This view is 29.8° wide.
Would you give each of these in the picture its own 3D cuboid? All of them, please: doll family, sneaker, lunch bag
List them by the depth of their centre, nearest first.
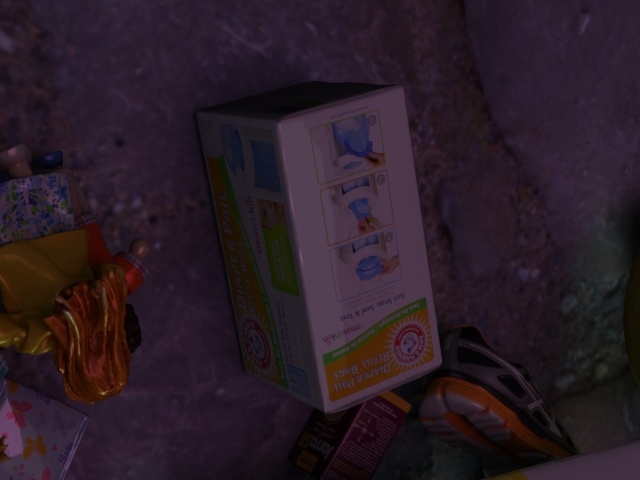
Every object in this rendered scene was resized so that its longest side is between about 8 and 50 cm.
[{"bbox_3d":[-0.203,0.049,0.684,0.263,0.118,0.163,-25,87,-25],"label":"doll family"},{"bbox_3d":[-0.200,0.135,0.769,0.071,0.053,0.083,30,70,-32],"label":"lunch bag"},{"bbox_3d":[0.158,0.145,0.982,0.215,0.084,0.083,45,41,-40],"label":"sneaker"}]

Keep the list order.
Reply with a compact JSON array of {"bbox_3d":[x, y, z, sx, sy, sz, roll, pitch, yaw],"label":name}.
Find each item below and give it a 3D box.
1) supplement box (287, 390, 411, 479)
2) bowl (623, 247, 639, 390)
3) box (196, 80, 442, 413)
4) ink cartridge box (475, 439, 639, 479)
[{"bbox_3d":[0.021,0.145,0.908,0.043,0.055,0.083,35,78,-30],"label":"supplement box"},{"bbox_3d":[0.375,0.115,1.043,0.289,0.289,0.156,-9,145,-31],"label":"bowl"},{"bbox_3d":[0.000,0.000,0.834,0.103,0.114,0.203,-19,108,-30],"label":"box"},{"bbox_3d":[0.136,0.320,0.839,0.384,0.160,0.279,-8,62,-22],"label":"ink cartridge box"}]
